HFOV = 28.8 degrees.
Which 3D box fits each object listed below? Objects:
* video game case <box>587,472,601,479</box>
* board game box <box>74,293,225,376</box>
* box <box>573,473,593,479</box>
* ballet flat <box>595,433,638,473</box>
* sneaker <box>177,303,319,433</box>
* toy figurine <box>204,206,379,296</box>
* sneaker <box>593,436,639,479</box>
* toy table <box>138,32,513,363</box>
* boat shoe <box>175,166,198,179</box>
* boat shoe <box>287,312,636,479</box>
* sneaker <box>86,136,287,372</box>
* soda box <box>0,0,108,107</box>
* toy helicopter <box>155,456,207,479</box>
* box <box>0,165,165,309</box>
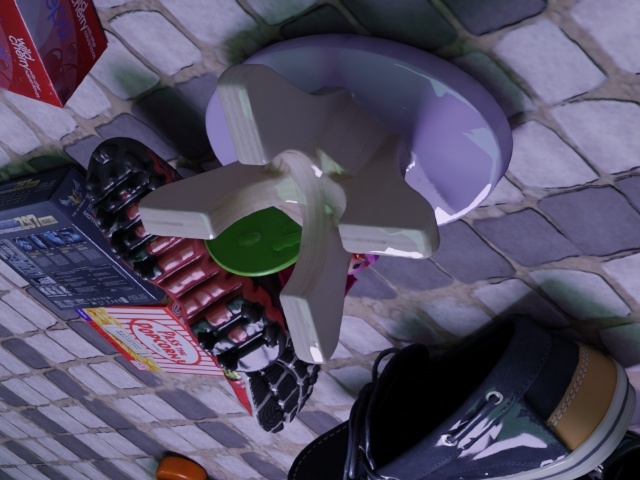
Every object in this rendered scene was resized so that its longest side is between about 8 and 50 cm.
[{"bbox_3d":[0.423,0.329,1.411,0.227,0.026,0.206,42,148,-25],"label":"video game case"},{"bbox_3d":[-0.203,0.110,1.579,0.193,0.045,0.147,-3,139,43],"label":"board game box"},{"bbox_3d":[0.180,0.339,1.455,0.103,0.184,0.261,44,152,9],"label":"box"},{"bbox_3d":[0.305,0.223,1.329,0.168,0.057,0.052,31,-179,2],"label":"ballet flat"},{"bbox_3d":[-0.092,0.118,1.473,0.118,0.107,0.279,28,154,41],"label":"sneaker"},{"bbox_3d":[0.000,0.000,1.195,0.173,0.130,0.159,-15,149,19],"label":"toy figurine"},{"bbox_3d":[0.278,0.282,1.195,0.147,0.296,0.104,13,-149,-52],"label":"sneaker"},{"bbox_3d":[-0.003,-0.048,0.985,0.274,0.161,0.252,-7,119,36],"label":"toy table"},{"bbox_3d":[-0.130,-0.020,1.311,0.049,0.040,0.142,17,150,21],"label":"boat shoe"},{"bbox_3d":[0.102,0.195,1.319,0.156,0.187,0.500,40,143,-16],"label":"boat shoe"},{"bbox_3d":[-0.126,-0.001,1.237,0.097,0.135,0.276,-29,112,25],"label":"sneaker"},{"bbox_3d":[-0.266,-0.233,1.042,0.092,0.083,0.263,18,150,19],"label":"soda box"},{"bbox_3d":[-0.144,0.505,2.081,0.355,0.140,0.235,19,148,1],"label":"toy helicopter"},{"bbox_3d":[-0.301,0.003,1.478,0.232,0.059,0.183,-8,135,49],"label":"box"}]
